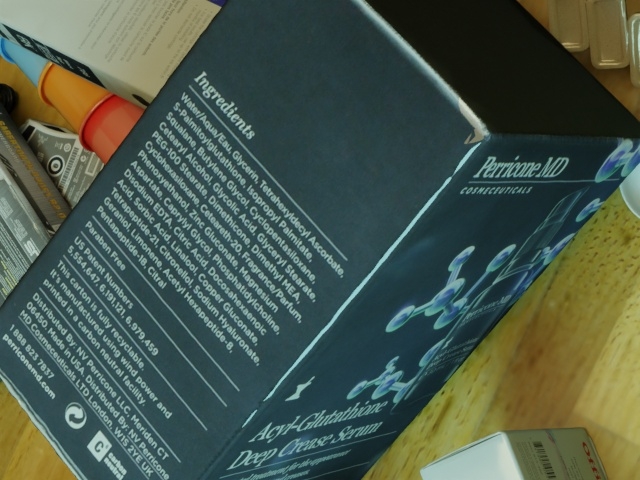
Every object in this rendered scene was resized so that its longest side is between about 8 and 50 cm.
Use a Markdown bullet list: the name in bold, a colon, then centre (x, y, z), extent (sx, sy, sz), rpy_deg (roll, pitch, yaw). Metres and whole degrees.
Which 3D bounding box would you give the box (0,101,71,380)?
- **box**: centre (-0.310, -0.009, 1.578), extent (0.183, 0.056, 0.231), rpy_deg (-44, 73, 31)

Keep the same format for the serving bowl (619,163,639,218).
- **serving bowl**: centre (0.270, -0.049, 1.367), extent (0.083, 0.027, 0.083), rpy_deg (-3, 84, 25)

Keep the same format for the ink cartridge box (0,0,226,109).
- **ink cartridge box**: centre (-0.142, -0.200, 1.465), extent (0.333, 0.065, 0.165), rpy_deg (28, 78, 24)

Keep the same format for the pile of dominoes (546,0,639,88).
- **pile of dominoes**: centre (0.294, -0.194, 1.326), extent (0.251, 0.040, 0.196), rpy_deg (23, 118, 10)

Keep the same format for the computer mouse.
- **computer mouse**: centre (-0.247, -0.069, 1.600), extent (0.193, 0.042, 0.106), rpy_deg (23, 89, 30)

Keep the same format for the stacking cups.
- **stacking cups**: centre (-0.230, -0.168, 1.551), extent (0.096, 0.096, 0.316), rpy_deg (-48, 61, 13)

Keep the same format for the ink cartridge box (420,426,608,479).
- **ink cartridge box**: centre (0.158, 0.208, 1.311), extent (0.072, 0.175, 0.127), rpy_deg (-28, 73, 22)

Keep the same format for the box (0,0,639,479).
- **box**: centre (0.000, 0.000, 1.308), extent (0.212, 0.293, 0.395), rpy_deg (47, 114, 21)
